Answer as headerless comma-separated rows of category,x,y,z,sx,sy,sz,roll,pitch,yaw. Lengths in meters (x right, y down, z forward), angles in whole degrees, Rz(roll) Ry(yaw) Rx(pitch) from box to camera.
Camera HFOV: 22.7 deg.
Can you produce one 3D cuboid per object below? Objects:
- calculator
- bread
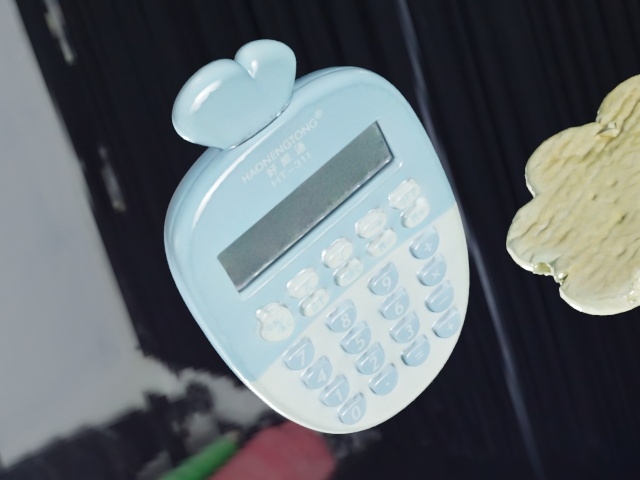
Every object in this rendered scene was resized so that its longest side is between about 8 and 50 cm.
calculator,0.000,0.000,0.997,0.188,0.302,0.042,-40,-144,-14
bread,0.249,-0.051,1.173,0.251,0.039,0.182,-38,-142,-9
